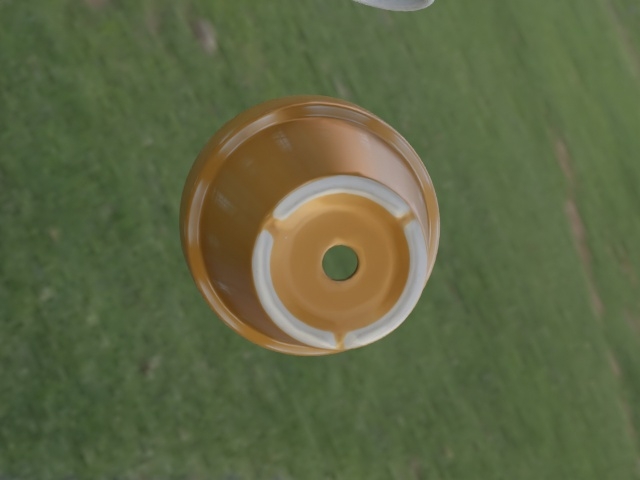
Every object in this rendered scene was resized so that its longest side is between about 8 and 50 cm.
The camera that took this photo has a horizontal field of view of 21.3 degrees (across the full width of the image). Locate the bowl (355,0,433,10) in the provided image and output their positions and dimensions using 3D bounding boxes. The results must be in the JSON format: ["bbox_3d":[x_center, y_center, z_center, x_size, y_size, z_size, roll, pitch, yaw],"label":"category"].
[{"bbox_3d":[0.043,-0.257,1.230,0.298,0.298,0.134,42,68,-58],"label":"bowl"}]

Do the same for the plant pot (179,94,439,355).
[{"bbox_3d":[0.000,0.000,1.289,0.205,0.205,0.188,62,-2,-13],"label":"plant pot"}]
